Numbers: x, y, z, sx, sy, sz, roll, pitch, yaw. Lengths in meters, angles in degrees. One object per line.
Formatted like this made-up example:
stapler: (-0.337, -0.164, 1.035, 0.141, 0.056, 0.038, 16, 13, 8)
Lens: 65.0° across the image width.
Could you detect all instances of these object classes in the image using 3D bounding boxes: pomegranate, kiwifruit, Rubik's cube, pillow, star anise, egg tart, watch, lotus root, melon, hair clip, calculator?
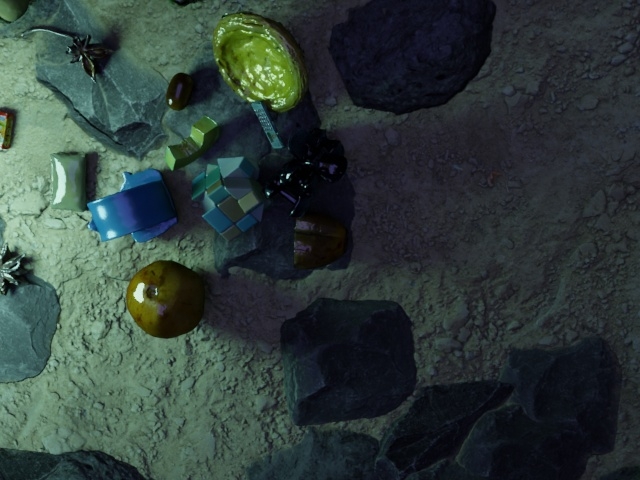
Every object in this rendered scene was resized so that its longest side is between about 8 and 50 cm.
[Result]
pomegranate: (-0.502, 0.197, 1.666, 0.265, 0.264, 0.264, 0, 101, 1)
kiwifruit: (-0.455, -0.479, 1.620, 0.075, 0.075, 0.124, 24, 105, -4)
Rubik's cube: (-0.270, -0.151, 1.609, 0.213, 0.265, 0.224, -36, 126, 9)
pillow: (-0.848, -0.199, 1.691, 0.119, 0.053, 0.208, 7, 105, 2)
star anise: (-1.115, 0.103, 1.750, 0.183, 0.065, 0.194, 1, 105, 2)
egg tart: (-0.170, -0.551, 1.521, 0.345, 0.345, 0.132, 35, 61, -6)
watch: (-0.627, -0.092, 1.596, 0.306, 0.274, 0.241, -21, 101, 0)
lotus root: (0.000, -0.001, 1.641, 0.180, 0.199, 0.187, 4, 108, 5)
melon: (-0.418, -0.313, 1.632, 0.210, 0.118, 0.064, -38, 85, -4)
hair clip: (-0.040, -0.228, 1.546, 0.195, 0.206, 0.310, 37, 66, -9)
star anise: (-0.815, -0.623, 1.626, 0.227, 0.219, 0.148, 44, 139, 32)
calculator: (-0.168, -0.371, 1.619, 0.018, 0.057, 0.171, -48, 128, -31)

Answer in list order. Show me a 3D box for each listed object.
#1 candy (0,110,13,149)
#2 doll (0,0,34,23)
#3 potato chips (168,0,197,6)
candy: (-1.067, -0.368, 1.668, 0.062, 0.038, 0.121, 15, 101, -2)
doll: (-1.050, -0.800, 1.499, 0.350, 0.247, 0.247, 14, 101, 4)
potato chips: (-0.467, -0.923, 1.520, 0.390, 0.097, 0.373, 32, 94, -4)
